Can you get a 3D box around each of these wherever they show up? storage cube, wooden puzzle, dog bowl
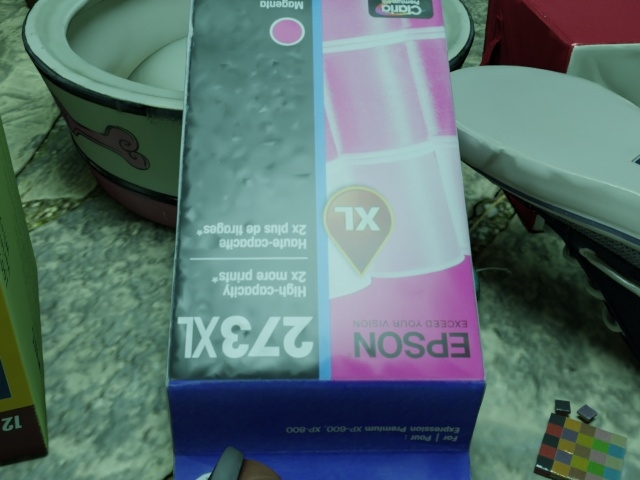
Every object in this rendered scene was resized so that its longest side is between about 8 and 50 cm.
[{"bbox_3d":[0.269,-0.139,0.731,0.215,0.183,0.193,-3,36,-6],"label":"storage cube"},{"bbox_3d":[0.165,0.134,0.492,0.049,0.006,0.083,17,38,20],"label":"wooden puzzle"},{"bbox_3d":[-0.064,-0.157,0.764,0.408,0.150,0.408,1,38,-1],"label":"dog bowl"}]

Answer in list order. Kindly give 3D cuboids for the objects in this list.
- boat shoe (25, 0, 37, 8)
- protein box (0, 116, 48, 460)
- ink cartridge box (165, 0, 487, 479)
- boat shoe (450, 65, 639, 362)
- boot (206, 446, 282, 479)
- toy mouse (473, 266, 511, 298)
[{"bbox_3d":[-0.309,-0.341,1.062,0.098,0.109,0.302,-28,39,-33],"label":"boat shoe"},{"bbox_3d":[-0.260,0.009,0.484,0.136,0.199,0.201,-10,37,-16],"label":"protein box"},{"bbox_3d":[0.000,0.000,0.486,0.176,0.069,0.370,0,66,-4],"label":"ink cartridge box"},{"bbox_3d":[0.208,-0.001,0.557,0.127,0.158,0.340,-28,44,-26],"label":"boat shoe"},{"bbox_3d":[0.075,0.200,0.268,0.281,0.096,0.264,17,20,-17],"label":"boot"},{"bbox_3d":[0.087,0.015,0.636,0.143,0.031,0.161,2,35,0],"label":"toy mouse"}]
